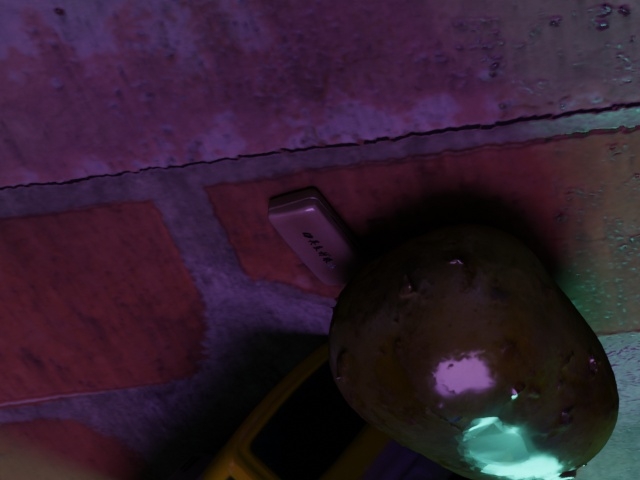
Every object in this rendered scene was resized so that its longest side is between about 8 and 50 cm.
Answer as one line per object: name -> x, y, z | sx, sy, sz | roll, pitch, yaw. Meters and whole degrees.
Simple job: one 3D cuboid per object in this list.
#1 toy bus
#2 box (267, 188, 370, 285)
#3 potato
toy bus -> -0.052, 0.310, 1.584 | 0.249, 0.209, 0.440 | 42, 139, 4
box -> 0.000, 0.000, 1.348 | 0.048, 0.025, 0.115 | -16, 141, 20
potato -> 0.136, 0.108, 1.369 | 0.210, 0.173, 0.307 | -31, 133, 23
